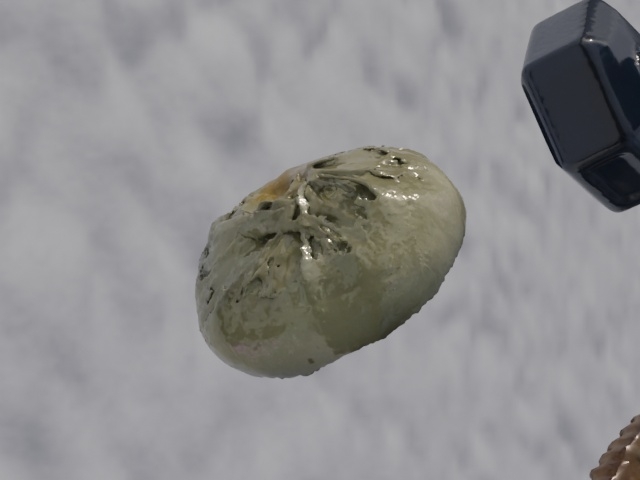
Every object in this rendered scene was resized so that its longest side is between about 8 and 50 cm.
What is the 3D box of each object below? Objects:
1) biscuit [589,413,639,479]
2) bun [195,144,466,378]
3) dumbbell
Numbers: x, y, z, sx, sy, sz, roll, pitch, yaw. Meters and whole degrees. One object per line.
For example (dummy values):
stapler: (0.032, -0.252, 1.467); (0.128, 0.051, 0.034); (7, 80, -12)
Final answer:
biscuit: (0.239, 0.210, 0.844); (0.305, 0.038, 0.305); (13, 61, -23)
bun: (0.000, 0.000, 1.692); (0.146, 0.287, 0.287); (59, 34, -26)
dumbbell: (0.307, -0.147, 1.241); (0.144, 0.324, 0.160); (54, 29, -18)
